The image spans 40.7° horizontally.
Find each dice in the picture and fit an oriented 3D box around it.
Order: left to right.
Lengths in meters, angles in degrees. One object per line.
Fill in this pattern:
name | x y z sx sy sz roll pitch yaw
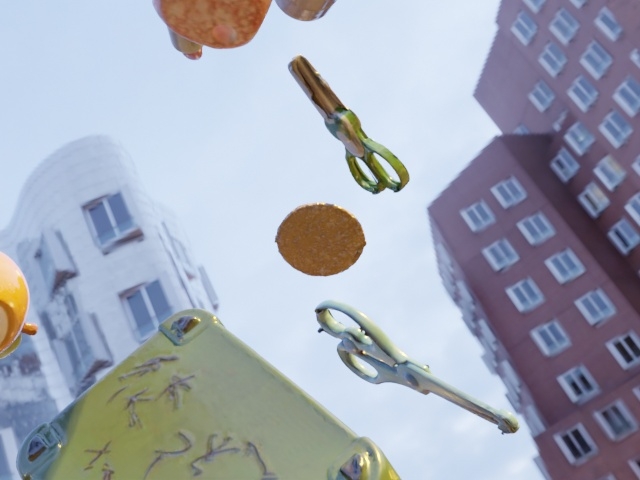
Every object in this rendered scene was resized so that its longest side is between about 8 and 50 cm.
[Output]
dice | -0.089 -0.231 0.751 0.094 0.093 0.091 18 -36 -17

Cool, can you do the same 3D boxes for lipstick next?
lipstick | -0.160 -0.258 0.985 0.057 0.063 0.186 -7 -20 -3

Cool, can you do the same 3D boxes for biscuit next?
biscuit | 0.000 0.000 1.118 0.120 0.015 0.120 1 -54 1

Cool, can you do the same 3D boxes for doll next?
doll | -0.601 0.125 1.549 0.213 0.213 0.236 -39 -43 14

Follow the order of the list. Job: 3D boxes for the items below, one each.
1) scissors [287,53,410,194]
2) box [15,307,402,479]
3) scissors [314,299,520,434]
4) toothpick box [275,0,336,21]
scissors | 0.028 -0.139 1.047 0.027 0.101 0.204 -46 -71 -22
box | -0.081 0.216 0.692 0.253 0.329 0.177 -43 -49 -18
scissors | 0.140 0.200 1.333 0.032 0.393 0.180 -44 -46 -24
toothpick box | -0.005 -0.436 1.371 0.111 0.111 0.181 -16 -7 -20
